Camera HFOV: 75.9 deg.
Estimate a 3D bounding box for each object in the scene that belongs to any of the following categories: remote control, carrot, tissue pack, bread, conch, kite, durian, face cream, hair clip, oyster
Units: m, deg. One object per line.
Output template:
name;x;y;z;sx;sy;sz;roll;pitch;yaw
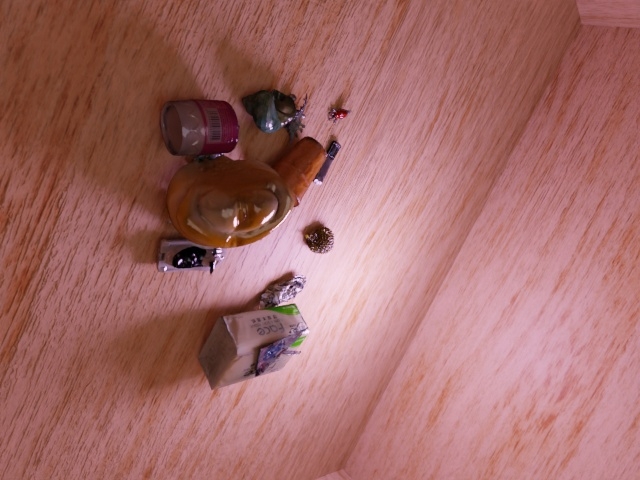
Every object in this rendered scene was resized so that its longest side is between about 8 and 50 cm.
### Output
remote control;0.028;-0.352;1.868;0.059;0.028;0.212;22;97;-51
carrot;-0.108;-0.288;1.686;0.254;0.196;0.196;-57;142;-19
tissue pack;-0.299;0.475;1.870;0.405;0.205;0.331;-2;137;-43
bread;-0.303;-0.141;1.419;0.424;0.245;0.328;-13;99;-30
conch;-0.187;-0.478;1.500;0.188;0.122;0.175;20;78;-52
kite;-0.180;0.493;1.810;0.335;0.011;0.314;-44;148;8
durian;0.000;0.000;2.010;0.208;0.102;0.146;22;103;-46
face cream;-0.388;-0.362;1.321;0.195;0.175;0.175;-14;123;-40
hair clip;-0.366;-0.334;1.470;0.229;0.036;0.066;-48;146;-12
oyster;-0.179;0.251;2.000;0.252;0.087;0.199;7;119;-53

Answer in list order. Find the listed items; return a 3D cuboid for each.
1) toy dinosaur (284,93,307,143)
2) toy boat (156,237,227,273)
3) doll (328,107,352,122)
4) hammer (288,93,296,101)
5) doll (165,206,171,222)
toy dinosaur;-0.092;-0.483;1.636;0.082;0.039;0.208;0;125;-42
toy boat;-0.470;0.061;1.545;0.270;0.141;0.140;5;111;-32
doll;0.086;-0.551;1.794;0.114;0.039;0.057;-19;95;-21
hammer;-0.113;-0.531;1.615;0.053;0.031;0.083;-40;147;-16
doll;-0.491;-0.077;1.483;0.106;0.062;0.162;-57;140;-28
